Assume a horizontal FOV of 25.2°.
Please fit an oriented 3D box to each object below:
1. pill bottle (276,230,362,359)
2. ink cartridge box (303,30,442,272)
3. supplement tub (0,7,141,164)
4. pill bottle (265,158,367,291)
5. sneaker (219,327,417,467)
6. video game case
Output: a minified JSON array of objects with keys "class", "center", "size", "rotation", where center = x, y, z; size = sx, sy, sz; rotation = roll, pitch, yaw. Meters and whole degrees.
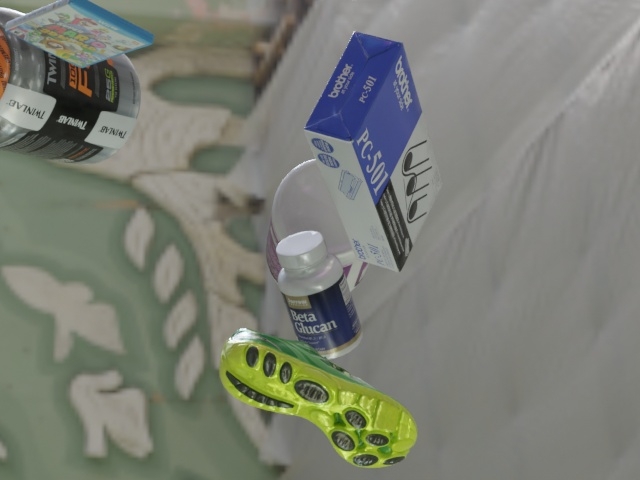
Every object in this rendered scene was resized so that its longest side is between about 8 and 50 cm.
[{"class":"pill bottle","center":[-0.006,0.076,2.012],"size":[0.094,0.094,0.169],"rotation":[-124,-166,-63]},{"class":"ink cartridge box","center":[0.047,-0.066,1.164],"size":[0.097,0.046,0.207],"rotation":[-63,155,-22]},{"class":"supplement tub","center":[-0.414,-0.218,2.033],"size":[0.316,0.193,0.194],"rotation":[8,83,-63]},{"class":"pill bottle","center":[0.000,0.000,2.233],"size":[0.301,0.169,0.169],"rotation":[105,-18,-70]},{"class":"sneaker","center":[0.005,0.192,1.858],"size":[0.109,0.295,0.123],"rotation":[-52,-161,19]},{"class":"video game case","center":[-0.299,-0.256,1.772],"size":[0.166,0.119,0.015],"rotation":[-8,-116,49]}]
